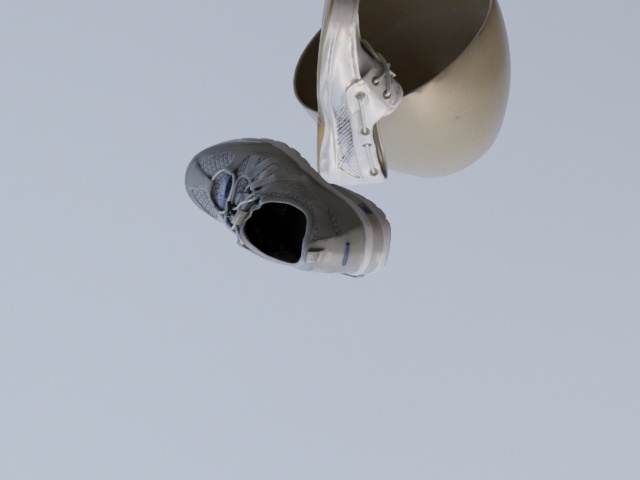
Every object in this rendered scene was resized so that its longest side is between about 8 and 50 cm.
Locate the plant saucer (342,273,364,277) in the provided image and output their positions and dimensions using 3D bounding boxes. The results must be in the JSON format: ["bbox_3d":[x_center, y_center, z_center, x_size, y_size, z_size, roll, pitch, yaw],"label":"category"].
[{"bbox_3d":[0.000,0.000,2.057,0.018,0.067,0.192,34,168,-36],"label":"plant saucer"}]

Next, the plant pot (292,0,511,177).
[{"bbox_3d":[0.134,-0.194,2.385,0.191,0.284,0.284,54,-163,-34],"label":"plant pot"}]

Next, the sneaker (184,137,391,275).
[{"bbox_3d":[-0.057,-0.040,1.899,0.115,0.105,0.281,-6,-161,-43],"label":"sneaker"}]

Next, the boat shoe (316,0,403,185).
[{"bbox_3d":[0.045,-0.173,2.060,0.096,0.277,0.098,4,-133,5],"label":"boat shoe"}]
